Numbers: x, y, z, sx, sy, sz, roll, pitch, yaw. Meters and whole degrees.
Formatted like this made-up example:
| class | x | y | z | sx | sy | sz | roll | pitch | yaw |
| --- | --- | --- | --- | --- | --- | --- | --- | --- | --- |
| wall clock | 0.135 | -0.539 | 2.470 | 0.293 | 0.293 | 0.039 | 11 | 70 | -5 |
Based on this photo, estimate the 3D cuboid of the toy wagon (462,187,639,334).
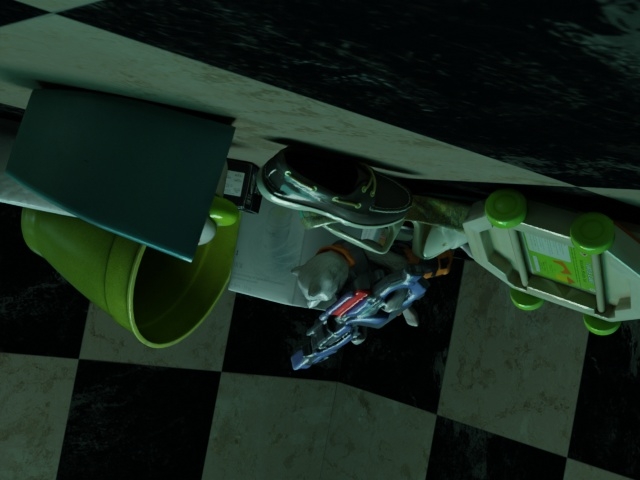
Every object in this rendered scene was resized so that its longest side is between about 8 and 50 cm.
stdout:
| class | x | y | z | sx | sy | sz | roll | pitch | yaw |
| --- | --- | --- | --- | --- | --- | --- | --- | --- | --- |
| toy wagon | 0.367 | 0.041 | 1.277 | 0.344 | 0.068 | 0.267 | 19 | 158 | 29 |

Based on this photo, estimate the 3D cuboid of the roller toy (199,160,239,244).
| class | x | y | z | sx | sy | sz | roll | pitch | yaw |
| --- | --- | --- | --- | --- | --- | --- | --- | --- | --- |
| roller toy | -0.236 | -0.084 | 1.336 | 0.209 | 0.146 | 0.191 | 19 | 164 | -37 |

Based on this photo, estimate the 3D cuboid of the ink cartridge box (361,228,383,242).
| class | x | y | z | sx | sy | sz | roll | pitch | yaw |
| --- | --- | --- | --- | --- | --- | --- | --- | --- | --- |
| ink cartridge box | 0.000 | 0.000 | 1.883 | 0.212 | 0.154 | 0.093 | 22 | 180 | 11 |

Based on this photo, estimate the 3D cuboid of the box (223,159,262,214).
| class | x | y | z | sx | sy | sz | roll | pitch | yaw |
| --- | --- | --- | --- | --- | --- | --- | --- | --- | --- |
| box | -0.198 | -0.102 | 1.600 | 0.180 | 0.078 | 0.147 | 10 | 178 | 7 |

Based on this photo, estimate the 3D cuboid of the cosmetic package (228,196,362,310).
| class | x | y | z | sx | sy | sz | roll | pitch | yaw |
| --- | --- | --- | --- | --- | --- | --- | --- | --- | --- |
| cosmetic package | -0.045 | 0.004 | 1.719 | 0.138 | 0.225 | 0.224 | 12 | 177 | -36 |

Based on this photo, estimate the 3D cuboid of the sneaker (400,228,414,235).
| class | x | y | z | sx | sy | sz | roll | pitch | yaw |
| --- | --- | --- | --- | --- | --- | --- | --- | --- | --- |
| sneaker | 0.171 | -0.040 | 1.845 | 0.170 | 0.051 | 0.089 | 16 | 180 | -34 |

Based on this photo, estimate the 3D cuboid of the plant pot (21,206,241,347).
| class | x | y | z | sx | sy | sz | roll | pitch | yaw |
| --- | --- | --- | --- | --- | --- | --- | --- | --- | --- |
| plant pot | -0.404 | -0.018 | 1.885 | 0.353 | 0.366 | 0.366 | 22 | -177 | 22 |

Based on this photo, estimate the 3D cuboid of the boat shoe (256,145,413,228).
| class | x | y | z | sx | sy | sz | roll | pitch | yaw |
| --- | --- | --- | --- | --- | --- | --- | --- | --- | --- |
| boat shoe | 0.032 | -0.071 | 1.223 | 0.227 | 0.081 | 0.068 | 9 | 150 | -26 |

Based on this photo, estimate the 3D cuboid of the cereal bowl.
| class | x | y | z | sx | sy | sz | roll | pitch | yaw |
| --- | --- | --- | --- | --- | --- | --- | --- | --- | --- |
| cereal bowl | -0.565 | -0.138 | 1.611 | 0.339 | 0.141 | 0.339 | 10 | 178 | 0 |

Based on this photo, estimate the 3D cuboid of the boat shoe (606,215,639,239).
| class | x | y | z | sx | sy | sz | roll | pitch | yaw |
| --- | --- | --- | --- | --- | --- | --- | --- | --- | --- |
| boat shoe | 0.367 | 0.004 | 1.426 | 0.102 | 0.092 | 0.285 | 14 | 175 | -34 |

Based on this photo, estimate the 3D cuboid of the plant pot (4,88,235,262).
| class | x | y | z | sx | sy | sz | roll | pitch | yaw |
| --- | --- | --- | --- | --- | --- | --- | --- | --- | --- |
| plant pot | -0.245 | -0.090 | 1.118 | 0.234 | 0.165 | 0.166 | 19 | 177 | -10 |

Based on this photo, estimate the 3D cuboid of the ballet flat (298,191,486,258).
| class | x | y | z | sx | sy | sz | roll | pitch | yaw |
| --- | --- | --- | --- | --- | --- | --- | --- | --- | --- |
| ballet flat | 0.129 | -0.030 | 1.400 | 0.348 | 0.123 | 0.123 | 11 | 178 | -17 |

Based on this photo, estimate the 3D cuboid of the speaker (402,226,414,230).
| class | x | y | z | sx | sy | sz | roll | pitch | yaw |
| --- | --- | --- | --- | --- | --- | --- | --- | --- | --- |
| speaker | 0.203 | -0.037 | 1.685 | 0.136 | 0.055 | 0.055 | 11 | 178 | -22 |

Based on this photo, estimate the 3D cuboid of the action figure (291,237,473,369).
| class | x | y | z | sx | sy | sz | roll | pitch | yaw |
| --- | --- | --- | --- | --- | --- | --- | --- | --- | --- |
| action figure | 0.071 | 0.080 | 1.567 | 0.330 | 0.179 | 0.341 | 5 | 146 | -47 |

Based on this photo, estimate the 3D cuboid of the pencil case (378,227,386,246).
| class | x | y | z | sx | sy | sz | roll | pitch | yaw |
| --- | --- | --- | --- | --- | --- | --- | --- | --- | --- |
| pencil case | -0.026 | -0.011 | 2.255 | 0.386 | 0.160 | 0.167 | 11 | -157 | -29 |
